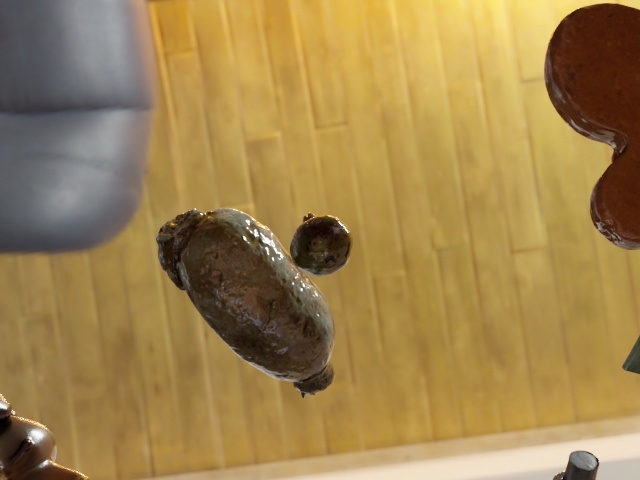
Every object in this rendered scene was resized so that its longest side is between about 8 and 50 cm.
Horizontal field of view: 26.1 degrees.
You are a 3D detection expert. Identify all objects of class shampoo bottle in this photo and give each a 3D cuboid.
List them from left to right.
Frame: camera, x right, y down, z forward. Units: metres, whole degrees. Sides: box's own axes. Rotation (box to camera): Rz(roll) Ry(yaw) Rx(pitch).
[{"bbox_3d":[0.356,0.391,1.964,0.072,0.072,0.214,-87,-178,-56],"label":"shampoo bottle"}]

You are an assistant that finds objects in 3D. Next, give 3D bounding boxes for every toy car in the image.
[{"bbox_3d":[-0.462,0.366,1.850,0.271,0.240,0.341,-62,170,17],"label":"toy car"}]

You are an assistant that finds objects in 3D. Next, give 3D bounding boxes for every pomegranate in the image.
[{"bbox_3d":[0.003,-0.002,1.567,0.073,0.073,0.084,70,21,-57],"label":"pomegranate"}]

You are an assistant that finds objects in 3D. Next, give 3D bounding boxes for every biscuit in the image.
[{"bbox_3d":[0.297,-0.053,1.057,0.324,0.205,0.049,45,-20,6],"label":"biscuit"}]

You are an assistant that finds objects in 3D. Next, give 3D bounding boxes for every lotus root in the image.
[{"bbox_3d":[-0.085,0.088,2.008,0.349,0.175,0.175,48,20,-18],"label":"lotus root"}]

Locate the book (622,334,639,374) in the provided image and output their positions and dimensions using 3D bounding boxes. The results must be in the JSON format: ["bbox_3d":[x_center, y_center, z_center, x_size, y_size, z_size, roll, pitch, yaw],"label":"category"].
[{"bbox_3d":[0.544,0.156,2.151,0.135,0.103,0.017,-66,-157,21],"label":"book"}]
